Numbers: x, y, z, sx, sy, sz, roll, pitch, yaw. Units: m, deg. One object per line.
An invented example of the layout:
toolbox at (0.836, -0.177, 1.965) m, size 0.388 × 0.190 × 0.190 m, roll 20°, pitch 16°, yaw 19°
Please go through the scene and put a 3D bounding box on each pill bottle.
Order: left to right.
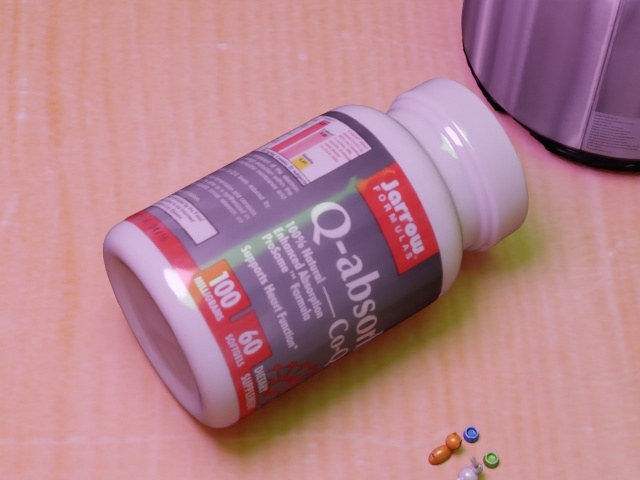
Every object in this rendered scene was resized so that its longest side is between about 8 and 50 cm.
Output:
pill bottle at (0.000, 0.000, 1.263) m, size 0.363 × 0.210 × 0.210 m, roll -30°, pitch 62°, yaw -18°

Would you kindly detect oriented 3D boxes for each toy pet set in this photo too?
toy pet set at (0.131, 0.226, 1.204) m, size 0.114 × 0.065 × 0.122 m, roll -29°, pitch 62°, yaw -19°

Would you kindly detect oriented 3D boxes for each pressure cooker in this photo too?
pressure cooker at (0.340, -0.318, 1.352) m, size 0.369 × 0.420 × 0.375 m, roll -28°, pitch 61°, yaw -17°
